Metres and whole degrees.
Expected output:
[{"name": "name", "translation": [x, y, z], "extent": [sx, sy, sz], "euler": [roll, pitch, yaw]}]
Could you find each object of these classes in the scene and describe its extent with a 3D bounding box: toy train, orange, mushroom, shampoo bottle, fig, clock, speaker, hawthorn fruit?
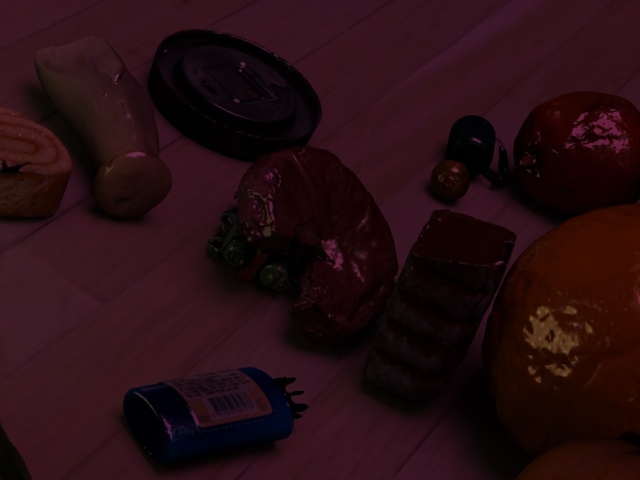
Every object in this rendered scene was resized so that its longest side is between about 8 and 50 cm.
[{"name": "toy train", "translation": [-0.046, -0.011, 1.938], "extent": [0.118, 0.074, 0.176], "euler": [34, 35, -8]}, {"name": "orange", "translation": [0.341, 0.115, 1.830], "extent": [0.341, 0.293, 0.340], "euler": [22, 38, -18]}, {"name": "mushroom", "translation": [-0.230, -0.131, 1.948], "extent": [0.108, 0.096, 0.247], "euler": [30, 25, -50]}, {"name": "shampoo bottle", "translation": [-0.092, 0.161, 1.683], "extent": [0.183, 0.050, 0.087], "euler": [-7, 44, -41]}, {"name": "fig", "translation": [0.161, -0.080, 2.211], "extent": [0.050, 0.050, 0.083], "euler": [25, 14, -5]}, {"name": "clock", "translation": [-0.104, -0.174, 2.144], "extent": [0.215, 0.042, 0.215], "euler": [19, 34, -14]}, {"name": "speaker", "translation": [0.207, -0.113, 2.268], "extent": [0.094, 0.060, 0.075], "euler": [25, 34, -6]}, {"name": "hawthorn fruit", "translation": [0.337, -0.116, 2.281], "extent": [0.179, 0.173, 0.173], "euler": [22, 33, -11]}]

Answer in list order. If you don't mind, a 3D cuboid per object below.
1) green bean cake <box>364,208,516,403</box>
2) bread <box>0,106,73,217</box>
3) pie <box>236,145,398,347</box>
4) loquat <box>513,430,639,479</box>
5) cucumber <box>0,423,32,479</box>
[{"name": "green bean cake", "translation": [0.133, 0.048, 1.867], "extent": [0.097, 0.198, 0.232], "euler": [24, 29, 5]}, {"name": "bread", "translation": [-0.332, -0.086, 1.827], "extent": [0.149, 0.073, 0.122], "euler": [4, 38, -32]}, {"name": "pie", "translation": [0.000, 0.000, 1.884], "extent": [0.218, 0.054, 0.204], "euler": [51, 40, -16]}, {"name": "loquat", "translation": [0.262, 0.288, 1.606], "extent": [0.235, 0.235, 0.235], "euler": [19, 34, -13]}, {"name": "cucumber", "translation": [-0.316, 0.191, 1.438], "extent": [0.145, 0.105, 0.325], "euler": [-6, 48, -42]}]
